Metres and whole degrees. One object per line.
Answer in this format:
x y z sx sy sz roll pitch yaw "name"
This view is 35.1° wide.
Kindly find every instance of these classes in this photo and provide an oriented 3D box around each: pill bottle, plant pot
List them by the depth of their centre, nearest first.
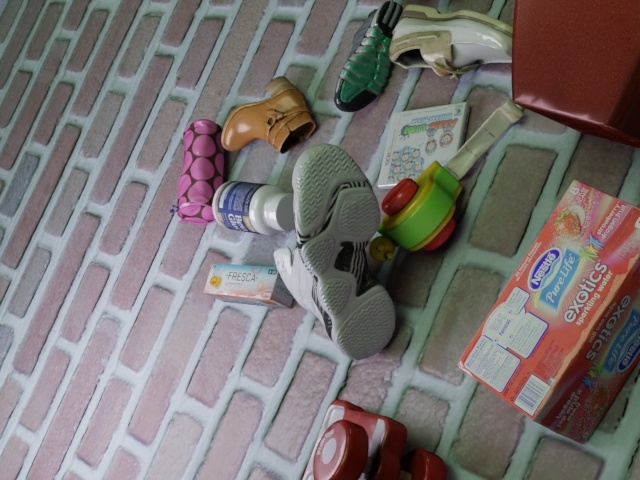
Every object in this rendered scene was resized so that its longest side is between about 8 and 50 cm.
0.416 -0.260 1.388 0.267 0.267 0.235 26 99 47 "plant pot"
-0.114 -0.059 1.874 0.169 0.094 0.094 8 75 45 "pill bottle"

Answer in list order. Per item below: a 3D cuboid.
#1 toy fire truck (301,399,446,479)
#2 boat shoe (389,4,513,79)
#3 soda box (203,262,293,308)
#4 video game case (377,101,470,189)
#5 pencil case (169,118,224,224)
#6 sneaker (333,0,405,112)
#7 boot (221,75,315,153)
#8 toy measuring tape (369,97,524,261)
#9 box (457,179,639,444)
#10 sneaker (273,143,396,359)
0.032 0.389 1.480 0.254 0.169 0.302 -9 60 67 "toy fire truck"
0.227 -0.321 1.695 0.302 0.113 0.103 26 89 57 "boat shoe"
-0.127 0.082 1.839 0.183 0.058 0.062 3 71 43 "soda box"
0.174 -0.159 1.715 0.157 0.019 0.143 -3 67 42 "video game case"
-0.246 -0.137 2.045 0.098 0.095 0.209 -31 46 48 "pencil case"
0.083 -0.333 1.867 0.223 0.083 0.098 -61 22 -7 "sneaker"
-0.103 -0.212 1.965 0.197 0.073 0.152 -46 49 18 "boot"
0.198 -0.085 1.584 0.330 0.121 0.121 -46 45 10 "toy measuring tape"
0.341 0.094 1.338 0.154 0.142 0.299 33 92 47 "box"
0.000 0.000 1.596 0.137 0.365 0.210 -25 30 -18 "sneaker"
